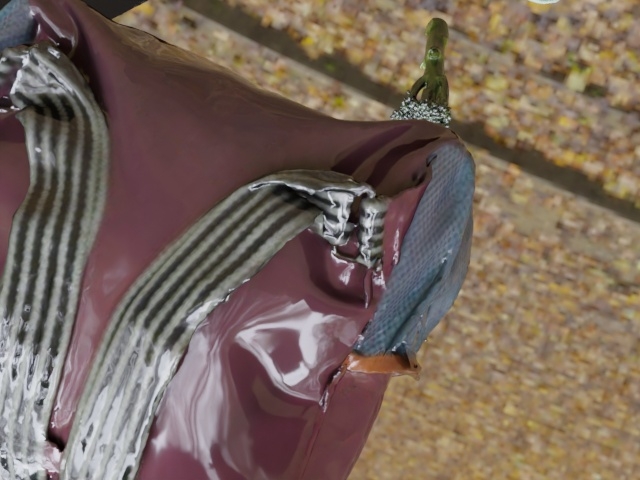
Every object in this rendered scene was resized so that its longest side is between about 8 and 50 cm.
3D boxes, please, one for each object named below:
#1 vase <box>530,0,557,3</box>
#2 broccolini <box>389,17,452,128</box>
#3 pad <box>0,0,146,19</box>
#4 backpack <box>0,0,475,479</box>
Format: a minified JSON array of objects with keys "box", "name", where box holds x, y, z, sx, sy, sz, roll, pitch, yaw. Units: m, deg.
[{"box":[0.305,-0.273,1.064,0.143,0.143,0.299,36,170,-36],"name":"vase"},{"box":[0.113,-0.173,1.311,0.067,0.216,0.058,28,124,-16],"name":"broccolini"},{"box":[-0.269,-0.224,0.964,0.250,0.323,0.055,62,-161,20],"name":"pad"},{"box":[-0.093,0.053,0.638,0.283,0.317,0.197,21,175,12],"name":"backpack"}]
